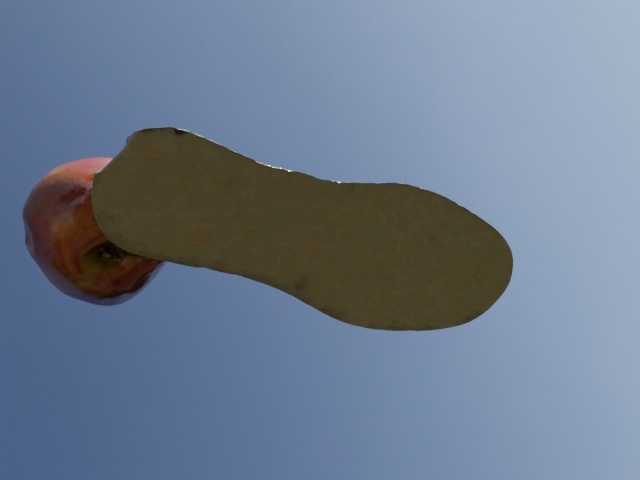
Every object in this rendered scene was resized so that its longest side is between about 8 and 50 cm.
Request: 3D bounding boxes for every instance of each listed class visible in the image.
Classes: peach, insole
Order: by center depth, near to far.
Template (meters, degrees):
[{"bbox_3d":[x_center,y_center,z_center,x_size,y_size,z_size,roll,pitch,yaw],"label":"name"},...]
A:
[{"bbox_3d":[0.000,0.000,0.430,0.197,0.004,0.065,14,-77,-27],"label":"insole"},{"bbox_3d":[-0.143,-0.009,0.667,0.100,0.100,0.101,-22,-60,-44],"label":"peach"}]
